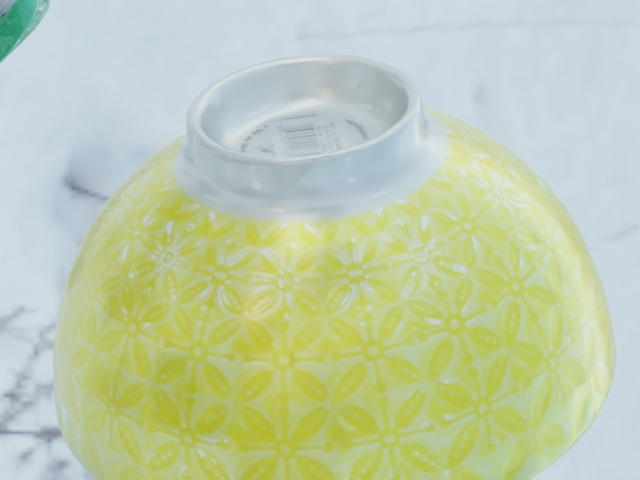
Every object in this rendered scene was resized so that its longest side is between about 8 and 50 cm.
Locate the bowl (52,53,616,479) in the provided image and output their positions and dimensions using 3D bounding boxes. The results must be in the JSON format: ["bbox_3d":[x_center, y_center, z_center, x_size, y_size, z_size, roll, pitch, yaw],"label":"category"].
[{"bbox_3d":[0.000,0.000,0.991,0.289,0.289,0.156,-41,134,-45],"label":"bowl"}]

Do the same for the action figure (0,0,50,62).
[{"bbox_3d":[-0.251,-0.113,1.309,0.232,0.137,0.063,-43,95,-2],"label":"action figure"}]
